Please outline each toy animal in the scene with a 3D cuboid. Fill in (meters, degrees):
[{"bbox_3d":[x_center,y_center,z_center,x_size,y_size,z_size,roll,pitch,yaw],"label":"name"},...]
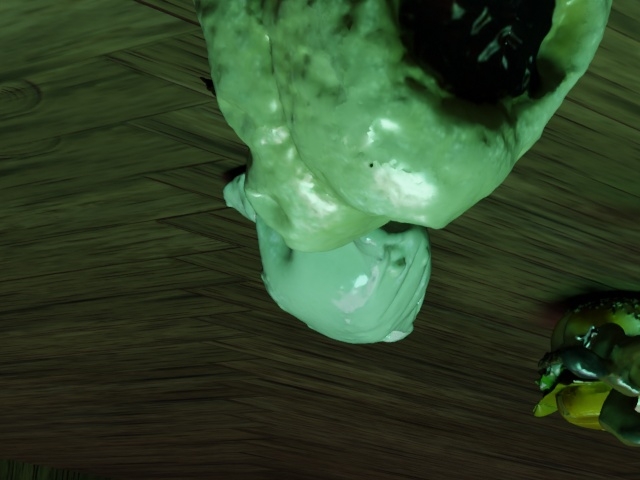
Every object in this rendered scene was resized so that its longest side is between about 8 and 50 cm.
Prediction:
[{"bbox_3d":[0.275,0.074,1.234,0.158,0.097,0.312,16,-156,25],"label":"toy animal"}]

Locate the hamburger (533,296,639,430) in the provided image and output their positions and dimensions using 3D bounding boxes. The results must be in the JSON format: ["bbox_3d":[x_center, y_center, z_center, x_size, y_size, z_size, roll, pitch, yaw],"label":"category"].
[{"bbox_3d":[0.242,0.092,1.473,0.164,0.093,0.189,7,168,-16],"label":"hamburger"}]

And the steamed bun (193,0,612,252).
[{"bbox_3d":[0.020,-0.075,0.707,0.172,0.155,0.141,-7,161,39],"label":"steamed bun"}]

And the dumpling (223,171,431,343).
[{"bbox_3d":[0.000,-0.001,1.211,0.134,0.100,0.169,34,-173,18],"label":"dumpling"}]
